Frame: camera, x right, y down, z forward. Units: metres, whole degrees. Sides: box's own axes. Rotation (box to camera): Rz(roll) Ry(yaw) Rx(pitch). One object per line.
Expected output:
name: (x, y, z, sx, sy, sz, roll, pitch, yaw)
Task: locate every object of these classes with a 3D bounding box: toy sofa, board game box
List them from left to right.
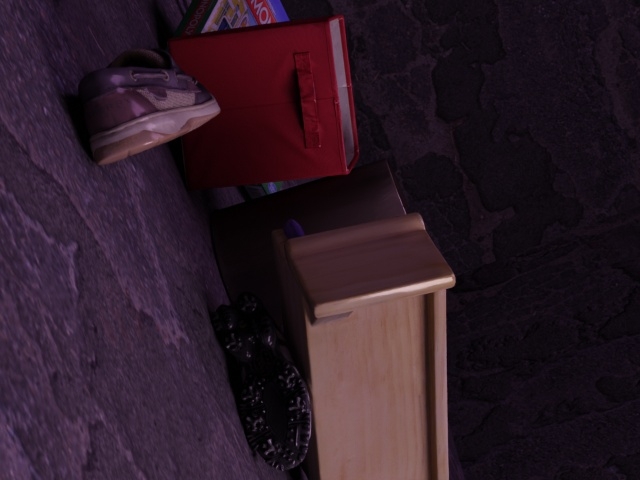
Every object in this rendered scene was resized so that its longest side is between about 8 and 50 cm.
board game box: (-0.099, -0.230, 1.870, 0.214, 0.046, 0.317, -66, 149, -26)
toy sofa: (0.051, 0.146, 1.448, 0.177, 0.150, 0.363, -117, -161, -56)

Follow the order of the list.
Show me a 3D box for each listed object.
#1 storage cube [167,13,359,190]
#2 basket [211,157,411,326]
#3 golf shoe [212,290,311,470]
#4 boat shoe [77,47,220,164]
storage cube: (-0.063, -0.169, 1.622, 0.215, 0.193, 0.184, -66, 149, -78)
basket: (0.000, 0.000, 1.638, 0.204, 0.226, 0.154, -97, 164, -62)
golf shoe: (-0.049, 0.152, 1.427, 0.094, 0.077, 0.198, 54, 17, -66)
boat shoe: (-0.168, -0.143, 1.308, 0.285, 0.102, 0.092, -60, 133, -74)
